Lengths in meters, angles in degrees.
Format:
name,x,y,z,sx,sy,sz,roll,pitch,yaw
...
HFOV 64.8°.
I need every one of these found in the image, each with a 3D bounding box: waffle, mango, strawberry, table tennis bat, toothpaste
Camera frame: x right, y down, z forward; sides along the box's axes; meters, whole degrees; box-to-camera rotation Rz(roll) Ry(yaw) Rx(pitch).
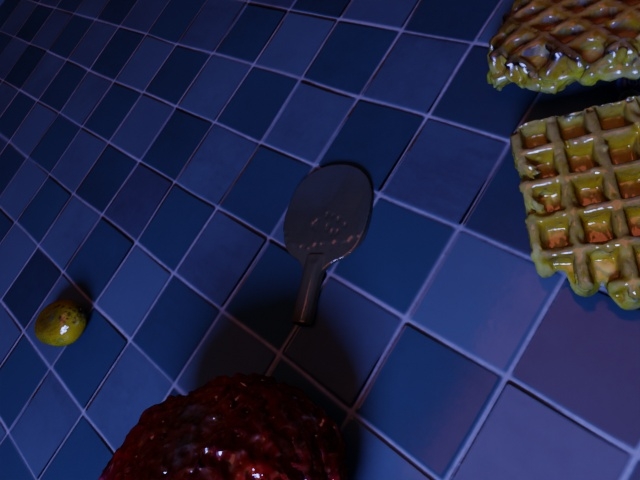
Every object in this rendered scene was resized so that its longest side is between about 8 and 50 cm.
name,x,y,z,sx,sy,sz,roll,pitch,yaw
waffle,0.322,-0.263,0.581,0.243,0.059,0.238,4,57,38
mango,-0.436,0.139,0.841,0.114,0.057,0.079,-18,64,31
strawberry,-0.102,0.267,0.479,0.273,0.220,0.275,-2,78,8
table tennis bat,0.000,0.000,0.680,0.131,0.022,0.235,2,67,29
waffle,0.287,-0.035,0.507,0.160,0.055,0.211,-10,68,26
toothpaste,0.348,-0.189,0.569,0.037,0.021,0.140,0,71,27
